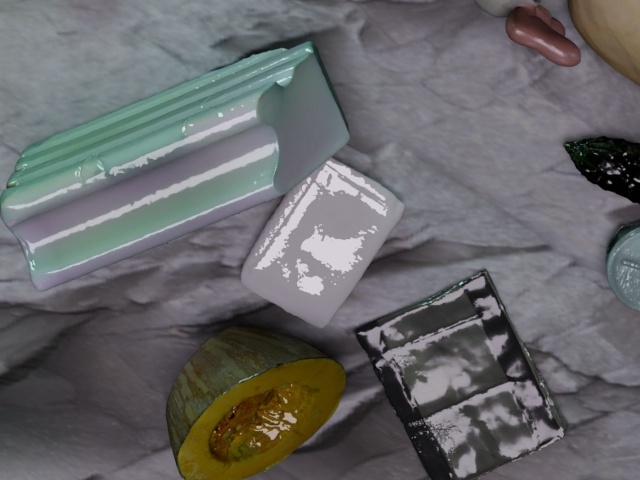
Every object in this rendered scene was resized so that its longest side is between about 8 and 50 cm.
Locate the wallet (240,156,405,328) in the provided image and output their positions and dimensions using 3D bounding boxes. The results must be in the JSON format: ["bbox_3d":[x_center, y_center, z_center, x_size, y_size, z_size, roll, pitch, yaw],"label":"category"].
[{"bbox_3d":[0.000,0.000,1.864,0.124,0.032,0.183,30,104,-10],"label":"wallet"}]

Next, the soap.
[{"bbox_3d":[-0.146,-0.085,1.740,0.347,0.208,0.115,-22,109,6],"label":"soap"}]

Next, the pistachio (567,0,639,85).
[{"bbox_3d":[0.336,-0.245,1.748,0.145,0.117,0.200,-13,125,42],"label":"pistachio"}]

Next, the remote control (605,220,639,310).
[{"bbox_3d":[0.436,0.046,1.876,0.247,0.052,0.104,17,109,-7],"label":"remote control"}]

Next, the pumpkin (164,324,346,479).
[{"bbox_3d":[-0.088,0.171,1.871,0.217,0.217,0.110,-45,65,13],"label":"pumpkin"}]

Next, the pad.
[{"bbox_3d":[0.165,0.165,1.928,0.174,0.022,0.233,-25,106,8],"label":"pad"}]

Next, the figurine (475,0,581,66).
[{"bbox_3d":[0.102,-0.335,1.688,0.420,0.154,0.193,29,109,-8],"label":"figurine"}]

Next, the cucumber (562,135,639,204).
[{"bbox_3d":[0.405,-0.054,1.834,0.300,0.072,0.072,15,108,-5],"label":"cucumber"}]
